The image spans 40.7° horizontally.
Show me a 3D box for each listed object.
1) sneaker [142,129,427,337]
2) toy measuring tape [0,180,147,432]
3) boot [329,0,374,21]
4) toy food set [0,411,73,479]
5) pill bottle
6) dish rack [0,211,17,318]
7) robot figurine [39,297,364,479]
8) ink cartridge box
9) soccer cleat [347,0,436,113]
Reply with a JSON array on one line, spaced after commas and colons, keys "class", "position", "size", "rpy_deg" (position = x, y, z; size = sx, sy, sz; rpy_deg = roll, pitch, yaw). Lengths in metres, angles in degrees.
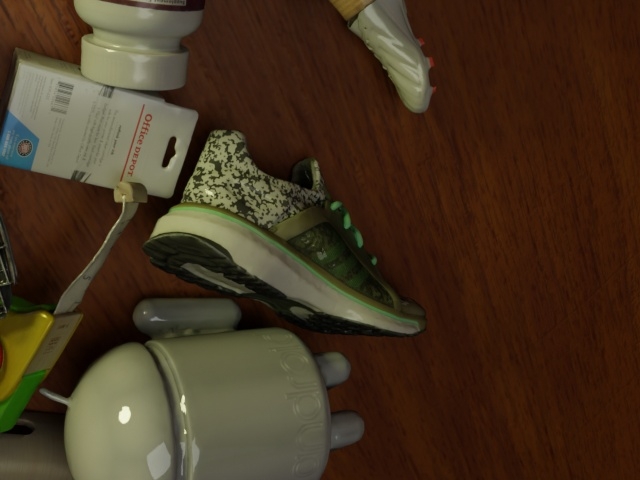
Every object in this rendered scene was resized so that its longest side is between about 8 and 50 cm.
[{"class": "sneaker", "position": [0.000, 0.000, 0.986], "size": [0.410, 0.158, 0.182], "rpy_deg": [28, 70, -44]}, {"class": "toy measuring tape", "position": [-0.304, 0.059, 0.880], "size": [0.121, 0.121, 0.330], "rpy_deg": [28, 98, -32]}, {"class": "boot", "position": [0.064, -0.377, 0.859], "size": [0.295, 0.104, 0.211], "rpy_deg": [-40, 102, -20]}, {"class": "toy food set", "position": [-0.406, 0.335, 0.978], "size": [0.219, 0.092, 0.306], "rpy_deg": [14, 98, -34]}, {"class": "pill bottle", "position": [-0.164, -0.259, 0.797], "size": [0.121, 0.121, 0.221], "rpy_deg": [-1, 113, -25]}, {"class": "dish rack", "position": [-0.422, 0.002, 0.785], "size": [0.271, 0.074, 0.208], "rpy_deg": [-10, 119, -4]}, {"class": "robot figurine", "position": [-0.129, 0.204, 0.967], "size": [0.353, 0.300, 0.200], "rpy_deg": [-4, 156, -30]}, {"class": "ink cartridge box", "position": [-0.226, -0.114, 0.869], "size": [0.180, 0.060, 0.104], "rpy_deg": [13, 108, -29]}, {"class": "soccer cleat", "position": [0.071, -0.228, 0.958], "size": [0.076, 0.068, 0.196], "rpy_deg": [-24, 113, -12]}]
